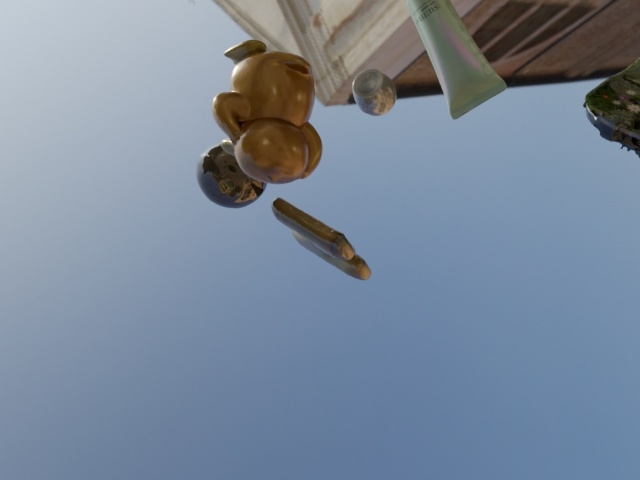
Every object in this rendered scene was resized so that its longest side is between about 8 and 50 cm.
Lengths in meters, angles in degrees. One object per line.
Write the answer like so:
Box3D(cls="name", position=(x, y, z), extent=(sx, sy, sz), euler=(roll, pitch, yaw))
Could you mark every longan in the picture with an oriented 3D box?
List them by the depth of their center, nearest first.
Box3D(cls="longan", position=(-0.238, -0.176, 1.499), extent=(0.198, 0.212, 0.198), euler=(-1, -88, -21))

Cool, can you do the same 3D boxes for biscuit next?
Box3D(cls="biscuit", position=(0.000, 0.000, 1.557), extent=(0.062, 0.290, 0.237), euler=(-51, -34, -9))

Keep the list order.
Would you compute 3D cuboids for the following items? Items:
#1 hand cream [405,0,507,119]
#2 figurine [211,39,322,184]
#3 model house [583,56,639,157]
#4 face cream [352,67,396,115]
Box3D(cls="hand cream", position=(0.162, -0.264, 0.730), extent=(0.050, 0.078, 0.205), euler=(-7, -109, -60))
Box3D(cls="figurine", position=(-0.087, -0.216, 0.967), extent=(0.215, 0.215, 0.228), euler=(13, -84, -29))
Box3D(cls="model house", position=(0.343, -0.104, 0.321), extent=(0.207, 0.154, 0.294), euler=(-33, -125, -29))
Box3D(cls="face cream", position=(0.149, -0.411, 1.558), extent=(0.104, 0.117, 0.117), euler=(32, -133, -58))
